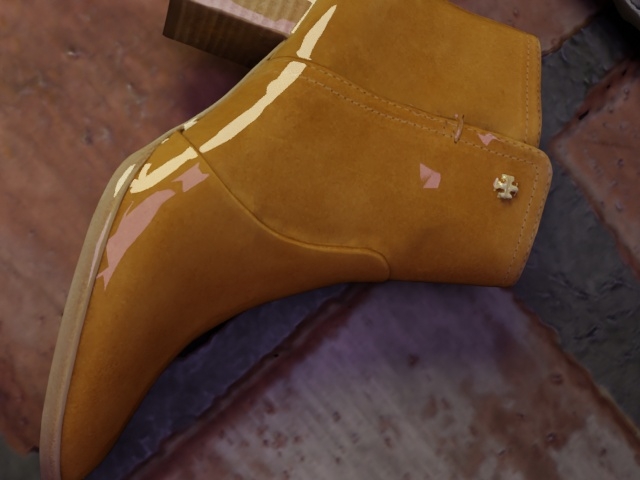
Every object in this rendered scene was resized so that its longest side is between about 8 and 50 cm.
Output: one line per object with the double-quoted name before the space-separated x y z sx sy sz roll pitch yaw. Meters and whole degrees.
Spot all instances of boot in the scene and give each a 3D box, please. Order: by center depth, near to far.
"boot" 0.000 -0.001 0.413 0.211 0.104 0.294 18 82 -11

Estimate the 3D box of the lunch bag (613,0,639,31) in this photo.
"lunch bag" 0.275 -0.220 0.443 0.287 0.169 0.235 -38 96 25
